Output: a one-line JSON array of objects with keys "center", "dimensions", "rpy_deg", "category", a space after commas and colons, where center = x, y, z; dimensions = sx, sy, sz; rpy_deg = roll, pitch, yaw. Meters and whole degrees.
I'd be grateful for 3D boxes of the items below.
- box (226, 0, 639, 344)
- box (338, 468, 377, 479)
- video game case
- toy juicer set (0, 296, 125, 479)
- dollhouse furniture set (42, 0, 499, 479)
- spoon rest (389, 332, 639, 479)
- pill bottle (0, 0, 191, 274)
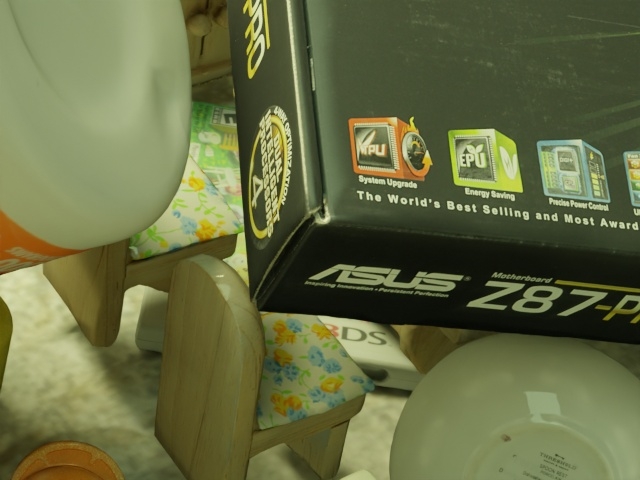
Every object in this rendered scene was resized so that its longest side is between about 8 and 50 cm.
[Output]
[{"center": [0.149, -0.103, 0.975], "dimensions": [0.395, 0.097, 0.318], "rpy_deg": [7, 57, -19], "category": "box"}, {"center": [-0.075, 0.233, 0.782], "dimensions": [0.311, 0.148, 0.121], "rpy_deg": [-24, 52, -31], "category": "box"}, {"center": [0.000, 0.000, 1.155], "dimensions": [0.193, 0.023, 0.212], "rpy_deg": [9, 41, -2], "category": "video game case"}, {"center": [-0.233, 0.153, 0.892], "dimensions": [0.209, 0.089, 0.329], "rpy_deg": [46, 42, 18], "category": "toy juicer set"}, {"center": [0.015, -0.115, 1.075], "dimensions": [0.362, 0.256, 0.394], "rpy_deg": [-19, 49, -29], "category": "dollhouse furniture set"}, {"center": [0.166, 0.143, 0.971], "dimensions": [0.276, 0.137, 0.084], "rpy_deg": [26, 11, 0], "category": "spoon rest"}, {"center": [-0.278, -0.061, 0.902], "dimensions": [0.392, 0.224, 0.224], "rpy_deg": [-15, 35, 22], "category": "pill bottle"}]
